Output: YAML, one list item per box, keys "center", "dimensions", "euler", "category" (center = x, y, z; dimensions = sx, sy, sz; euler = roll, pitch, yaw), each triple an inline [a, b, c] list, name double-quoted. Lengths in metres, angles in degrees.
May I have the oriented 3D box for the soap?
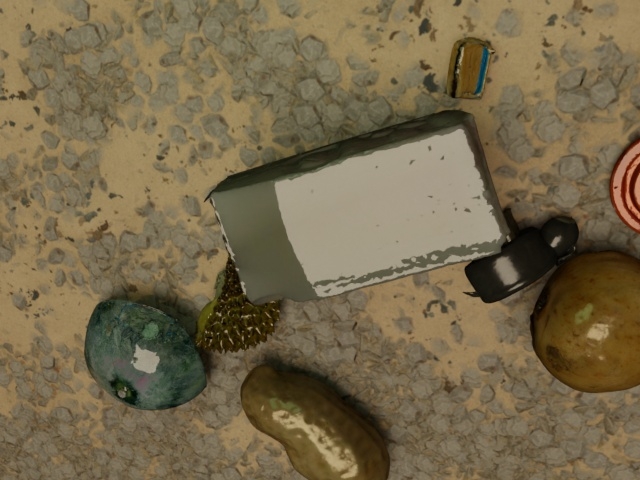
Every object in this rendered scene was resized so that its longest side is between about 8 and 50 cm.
- center: [0.054, -0.062, 1.121]
  dimensions: [0.435, 0.350, 0.212]
  euler: [-17, 104, 7]
  category: "soap"

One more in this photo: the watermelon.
- center: [-0.420, 0.260, 1.478]
  dimensions: [0.322, 0.175, 0.188]
  euler: [18, 144, 9]
  category: "watermelon"

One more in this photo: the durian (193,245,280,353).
- center: [-0.182, 0.139, 1.424]
  dimensions: [0.172, 0.166, 0.306]
  euler: [-1, 130, -23]
  category: "durian"

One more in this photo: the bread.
- center: [0.262, -0.306, 1.166]
  dimensions: [0.072, 0.053, 0.105]
  euler: [2, 115, -9]
  category: "bread"

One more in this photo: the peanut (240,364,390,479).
- center: [-0.014, 0.422, 1.458]
  dimensions: [0.387, 0.169, 0.192]
  euler: [40, 120, 3]
  category: "peanut"

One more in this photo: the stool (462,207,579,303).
- center: [0.357, 0.017, 1.221]
  dimensions: [0.139, 0.228, 0.153]
  euler: [59, 159, 4]
  category: "stool"

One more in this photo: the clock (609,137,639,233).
- center: [0.615, -0.097, 1.141]
  dimensions: [0.205, 0.051, 0.205]
  euler: [6, 111, 15]
  category: "clock"

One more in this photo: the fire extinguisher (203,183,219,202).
- center: [-0.162, -0.070, 1.378]
  dimensions: [0.177, 0.050, 0.062]
  euler: [21, 121, 9]
  category: "fire extinguisher"

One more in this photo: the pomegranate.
- center: [0.500, 0.145, 1.159]
  dimensions: [0.261, 0.260, 0.260]
  euler: [5, 111, 14]
  category: "pomegranate"
